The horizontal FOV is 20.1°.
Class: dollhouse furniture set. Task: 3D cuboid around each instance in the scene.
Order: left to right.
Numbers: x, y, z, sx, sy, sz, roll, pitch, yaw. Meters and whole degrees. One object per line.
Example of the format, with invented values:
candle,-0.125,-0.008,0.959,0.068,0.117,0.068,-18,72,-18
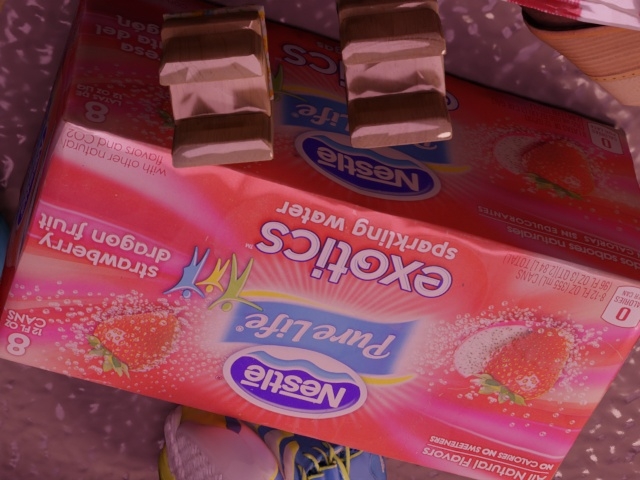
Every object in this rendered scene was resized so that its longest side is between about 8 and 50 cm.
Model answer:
dollhouse furniture set,-0.064,-0.160,0.773,0.242,0.161,0.212,-5,117,1

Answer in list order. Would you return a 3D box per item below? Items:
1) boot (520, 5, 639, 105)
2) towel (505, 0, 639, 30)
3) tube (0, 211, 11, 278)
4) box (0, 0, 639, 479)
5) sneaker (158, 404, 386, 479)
boot,0.176,-0.172,0.803,0.248,0.090,0.207,-22,123,32
towel,0.090,-0.207,0.758,0.329,0.037,0.237,14,124,13
tube,-0.223,-0.063,0.925,0.080,0.052,0.207,-20,119,8
box,0.000,0.000,0.913,0.300,0.142,0.154,16,125,-13
sneaker,-0.019,0.121,0.989,0.126,0.240,0.091,-13,88,-12
